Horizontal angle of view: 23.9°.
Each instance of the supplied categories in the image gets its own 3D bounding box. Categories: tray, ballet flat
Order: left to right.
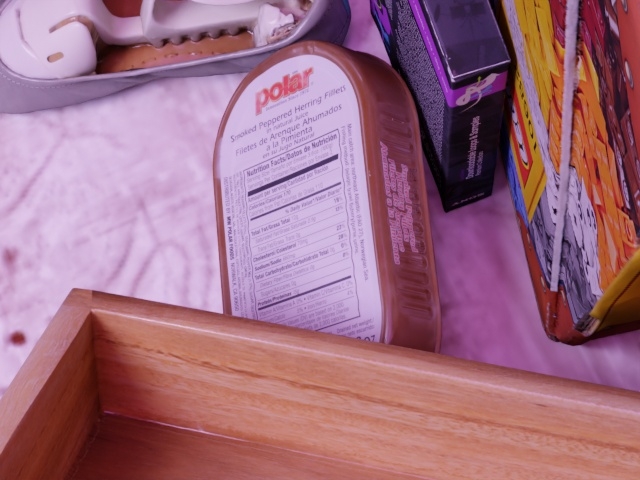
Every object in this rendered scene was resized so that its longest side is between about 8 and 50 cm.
[{"bbox_3d":[-0.093,-0.110,0.736,0.213,0.068,0.072,-6,72,4],"label":"ballet flat"},{"bbox_3d":[0.071,0.138,0.516,0.410,0.076,0.203,9,38,12],"label":"tray"}]

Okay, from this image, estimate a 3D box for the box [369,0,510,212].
[{"bbox_3d":[0.049,-0.092,0.668,0.029,0.162,0.116,-17,73,-3],"label":"box"}]

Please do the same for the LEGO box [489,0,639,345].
[{"bbox_3d":[0.316,-0.122,0.531,0.500,0.372,0.193,-12,79,1],"label":"LEGO box"}]

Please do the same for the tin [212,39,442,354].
[{"bbox_3d":[0.000,0.000,0.682,0.106,0.040,0.190,-19,68,35],"label":"tin"}]
